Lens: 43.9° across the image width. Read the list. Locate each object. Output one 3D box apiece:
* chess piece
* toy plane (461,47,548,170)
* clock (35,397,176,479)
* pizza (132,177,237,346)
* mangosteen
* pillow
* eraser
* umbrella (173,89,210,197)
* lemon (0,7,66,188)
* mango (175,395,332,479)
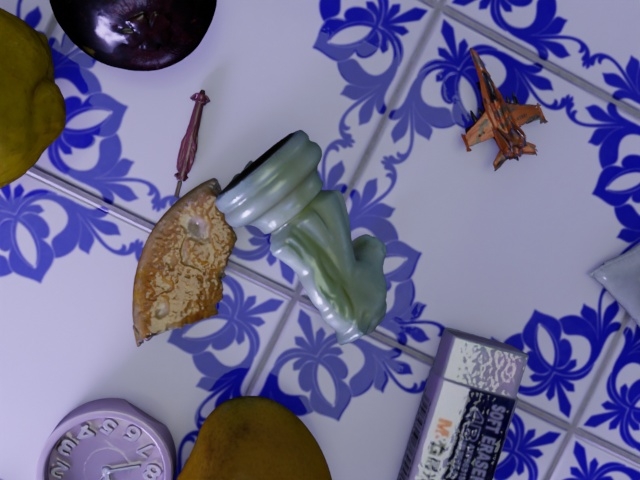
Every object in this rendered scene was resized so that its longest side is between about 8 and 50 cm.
[{"bbox_3d":[0.000,0.000,1.149,0.176,0.176,0.298,-39,100,-3],"label":"chess piece"},{"bbox_3d":[0.266,-0.205,1.220,0.135,0.062,0.188,-23,82,-4],"label":"toy plane"},{"bbox_3d":[-0.315,0.338,1.177,0.197,0.068,0.196,0,94,-6],"label":"clock"},{"bbox_3d":[-0.201,0.035,1.179,0.134,0.056,0.271,14,88,-4],"label":"pizza"},{"bbox_3d":[-0.257,-0.360,1.089,0.228,0.228,0.265,-15,54,-5],"label":"mangosteen"},{"bbox_3d":[0.550,0.119,1.256,0.144,0.078,0.254,-33,96,6],"label":"pillow"},{"bbox_3d":[0.212,0.289,1.222,0.130,0.086,0.287,16,91,-7],"label":"eraser"},{"bbox_3d":[-0.195,-0.144,1.184,0.025,0.027,0.165,14,90,-52],"label":"umbrella"},{"bbox_3d":[-0.504,-0.191,1.029,0.316,0.285,0.285,-14,95,-25],"label":"lemon"},{"bbox_3d":[-0.108,0.412,1.130,0.264,0.221,0.377,10,85,-13],"label":"mango"}]
